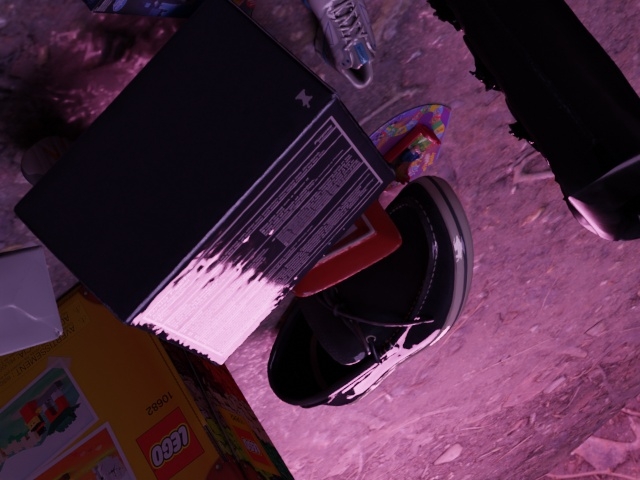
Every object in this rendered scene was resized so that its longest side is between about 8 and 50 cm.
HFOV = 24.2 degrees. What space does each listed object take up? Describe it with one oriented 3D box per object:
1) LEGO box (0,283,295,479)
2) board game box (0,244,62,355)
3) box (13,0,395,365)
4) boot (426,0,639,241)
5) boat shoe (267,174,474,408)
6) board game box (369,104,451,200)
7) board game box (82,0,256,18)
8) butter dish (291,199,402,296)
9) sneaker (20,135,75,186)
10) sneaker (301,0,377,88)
[{"bbox_3d":[-0.317,0.329,1.843,0.500,0.372,0.193,-37,153,7],"label":"LEGO box"},{"bbox_3d":[-0.419,0.083,1.468,0.224,0.098,0.303,-15,-177,-33],"label":"board game box"},{"bbox_3d":[-0.106,-0.053,1.524,0.296,0.183,0.294,-47,162,0],"label":"box"},{"bbox_3d":[0.250,-0.197,1.536,0.367,0.445,0.146,7,132,-52],"label":"boot"},{"bbox_3d":[0.062,0.093,2.070,0.156,0.187,0.500,-12,154,-32],"label":"boat shoe"},{"bbox_3d":[0.118,-0.109,1.980,0.133,0.033,0.169,-21,150,-23],"label":"board game box"},{"bbox_3d":[-0.110,-0.284,1.429,0.194,0.060,0.194,-46,151,21],"label":"board game box"},{"bbox_3d":[0.000,0.000,1.893,0.160,0.160,0.118,-27,155,-14],"label":"butter dish"},{"bbox_3d":[-0.261,-0.047,1.622,0.083,0.084,0.215,-36,154,13],"label":"sneaker"},{"bbox_3d":[0.031,-0.236,1.634,0.071,0.083,0.191,-30,151,-4],"label":"sneaker"}]
